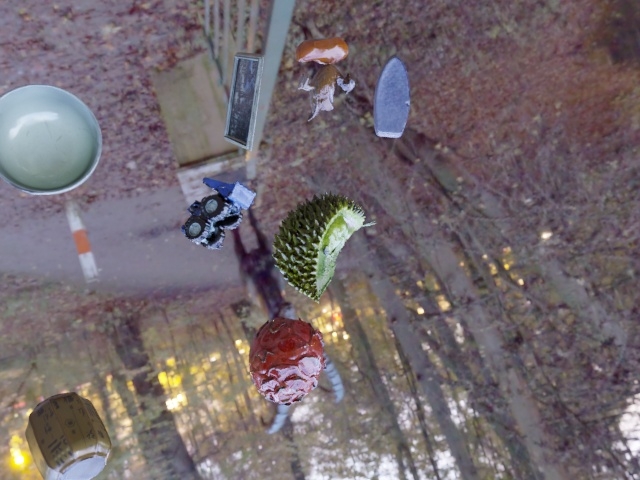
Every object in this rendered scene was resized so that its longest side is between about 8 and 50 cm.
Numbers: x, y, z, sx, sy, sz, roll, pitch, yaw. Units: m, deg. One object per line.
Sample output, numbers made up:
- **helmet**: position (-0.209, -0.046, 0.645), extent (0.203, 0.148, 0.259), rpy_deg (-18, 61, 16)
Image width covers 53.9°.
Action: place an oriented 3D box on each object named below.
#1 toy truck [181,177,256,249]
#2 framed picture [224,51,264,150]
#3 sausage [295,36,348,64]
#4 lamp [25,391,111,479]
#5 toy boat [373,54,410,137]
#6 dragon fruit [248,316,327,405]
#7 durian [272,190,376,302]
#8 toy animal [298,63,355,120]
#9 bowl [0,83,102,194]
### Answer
- **toy truck**: position (-0.286, -0.085, 1.717), extent (0.208, 0.126, 0.113), rpy_deg (-48, 153, 3)
- **framed picture**: position (-0.155, -0.279, 1.251), extent (0.011, 0.183, 0.142), rpy_deg (2, -164, -30)
- **sausage**: position (0.002, -0.602, 1.992), extent (0.179, 0.089, 0.089), rpy_deg (-12, 172, -26)
- **lamp**: position (-0.572, 0.449, 1.428), extent (0.161, 0.185, 0.161), rpy_deg (-26, 147, -19)
- **toy boat**: position (0.249, -0.502, 2.186), extent (0.127, 0.283, 0.078), rpy_deg (5, -170, 6)
- **dragon fruit**: position (-0.100, 0.345, 1.821), extent (0.240, 0.253, 0.241), rpy_deg (-17, 168, -4)
- **durian**: position (-0.002, -0.010, 1.541), extent (0.157, 0.170, 0.356), rpy_deg (-10, -152, 36)
- **toy animal**: position (0.017, -0.464, 2.003), extent (0.179, 0.188, 0.089), rpy_deg (9, -169, -22)
- **bowl**: position (-0.781, -0.276, 1.788), extent (0.306, 0.308, 0.163), rpy_deg (-17, -176, -19)
